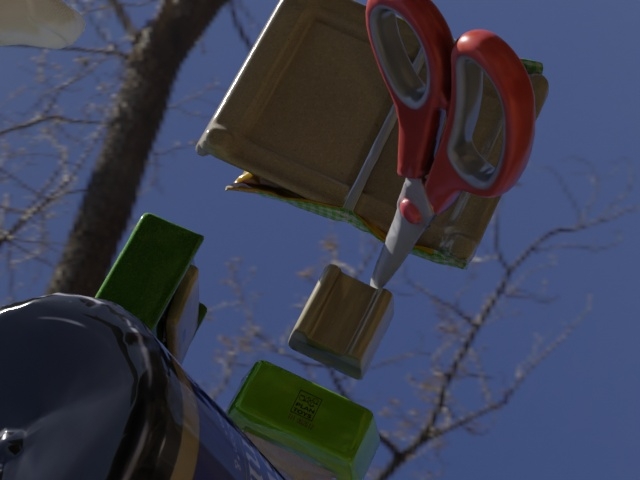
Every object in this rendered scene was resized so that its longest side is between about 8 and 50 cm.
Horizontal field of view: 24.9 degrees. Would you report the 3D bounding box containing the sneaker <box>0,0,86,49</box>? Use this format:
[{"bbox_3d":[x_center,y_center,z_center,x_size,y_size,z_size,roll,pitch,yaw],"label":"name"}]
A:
[{"bbox_3d":[-0.226,-0.136,0.830,0.094,0.080,0.212,-57,-30,8],"label":"sneaker"}]

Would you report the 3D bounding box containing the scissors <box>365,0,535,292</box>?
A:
[{"bbox_3d":[0.059,-0.018,0.770,0.021,0.109,0.297,-36,-28,-23],"label":"scissors"}]

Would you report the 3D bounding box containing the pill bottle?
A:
[{"bbox_3d":[-0.062,0.127,0.546,0.123,0.123,0.219,-58,-40,-21],"label":"pill bottle"}]

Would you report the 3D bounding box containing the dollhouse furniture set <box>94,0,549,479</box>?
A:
[{"bbox_3d":[0.000,0.000,0.969,0.197,0.151,0.301,25,-112,7],"label":"dollhouse furniture set"}]
